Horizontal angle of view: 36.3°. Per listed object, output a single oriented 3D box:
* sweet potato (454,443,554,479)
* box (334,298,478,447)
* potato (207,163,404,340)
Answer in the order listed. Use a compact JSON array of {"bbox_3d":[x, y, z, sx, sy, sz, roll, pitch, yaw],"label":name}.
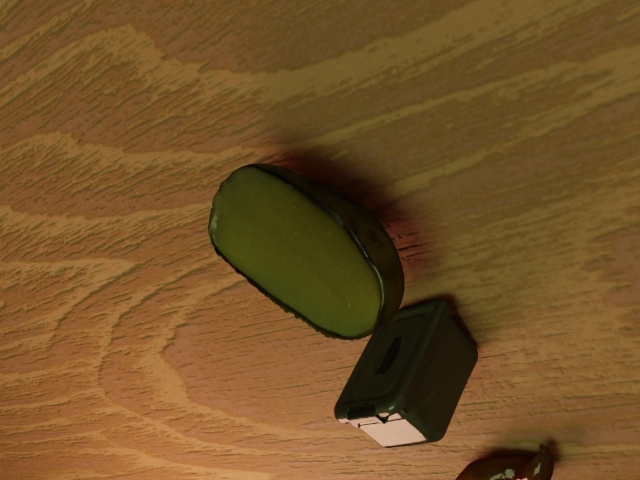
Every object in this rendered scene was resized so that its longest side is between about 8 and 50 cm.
[{"bbox_3d":[0.220,0.298,1.228,0.202,0.058,0.055,-33,76,51],"label":"sweet potato"},{"bbox_3d":[0.107,0.163,1.146,0.093,0.172,0.124,45,144,-19],"label":"box"},{"bbox_3d":[0.000,0.000,1.150,0.272,0.111,0.160,33,125,30],"label":"potato"}]
